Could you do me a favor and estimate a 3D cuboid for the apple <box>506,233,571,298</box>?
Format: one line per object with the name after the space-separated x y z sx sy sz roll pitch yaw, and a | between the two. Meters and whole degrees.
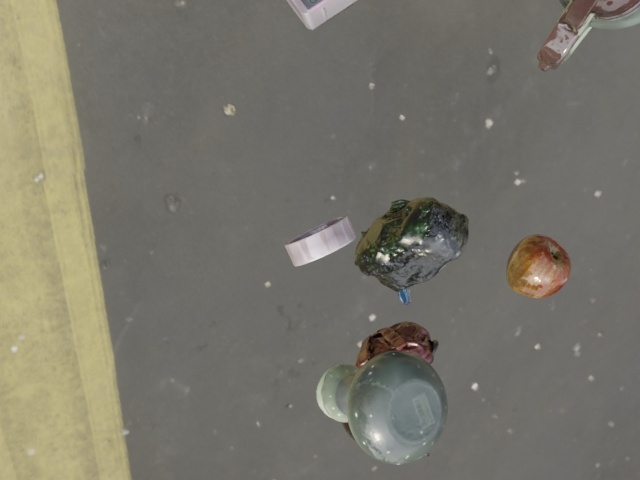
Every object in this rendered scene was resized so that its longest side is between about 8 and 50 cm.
0.505 0.064 1.589 0.146 0.146 0.131 8 134 -32 | apple

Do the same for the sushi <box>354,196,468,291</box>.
0.163 0.005 1.273 0.127 0.124 0.225 31 141 -22 | sushi

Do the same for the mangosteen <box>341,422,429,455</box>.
0.224 0.595 2.326 0.306 0.360 0.306 -22 161 -8 | mangosteen

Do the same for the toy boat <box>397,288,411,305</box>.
0.246 0.155 1.984 0.038 0.038 0.083 -25 119 -13 | toy boat

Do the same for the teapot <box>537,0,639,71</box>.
0.487 -0.440 1.167 0.312 0.233 0.315 -41 163 -47 | teapot

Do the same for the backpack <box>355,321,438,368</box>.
0.174 0.281 1.664 0.229 0.229 0.139 -42 98 0 | backpack

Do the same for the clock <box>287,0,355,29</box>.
0.016 -0.591 1.541 0.197 0.150 0.063 -33 157 2 | clock

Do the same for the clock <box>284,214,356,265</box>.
0.000 0.000 1.906 0.196 0.197 0.068 -27 96 -12 | clock

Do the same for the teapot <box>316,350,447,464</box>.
0.095 0.277 1.183 0.183 0.251 0.184 2 86 -26 | teapot
